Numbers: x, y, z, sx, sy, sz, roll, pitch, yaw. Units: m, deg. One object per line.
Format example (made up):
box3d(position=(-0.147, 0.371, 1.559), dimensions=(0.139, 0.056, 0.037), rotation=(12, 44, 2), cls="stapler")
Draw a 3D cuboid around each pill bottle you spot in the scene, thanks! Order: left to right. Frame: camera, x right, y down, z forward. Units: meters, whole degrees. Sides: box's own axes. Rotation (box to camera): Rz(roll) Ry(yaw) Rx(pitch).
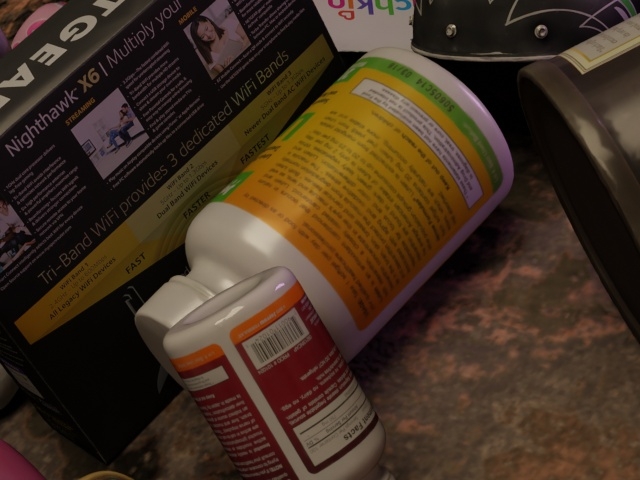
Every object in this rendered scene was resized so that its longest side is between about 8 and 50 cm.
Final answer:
box3d(position=(-0.017, 0.098, 0.864), dimensions=(0.086, 0.152, 0.086), rotation=(-29, 8, 4), cls="pill bottle")
box3d(position=(0.000, 0.000, 0.987), dimensions=(0.246, 0.136, 0.136), rotation=(-45, 40, -20), cls="pill bottle")

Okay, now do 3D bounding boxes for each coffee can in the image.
box3d(position=(0.275, -0.067, 0.837), dimensions=(0.275, 0.201, 0.201), rotation=(-27, 37, 2), cls="coffee can")

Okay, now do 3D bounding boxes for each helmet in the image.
box3d(position=(0.145, -0.153, 1.050), dimensions=(0.169, 0.161, 0.169), rotation=(-18, 39, 15), cls="helmet")

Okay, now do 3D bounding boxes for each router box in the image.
box3d(position=(-0.113, -0.043, 1.023), dimensions=(0.309, 0.243, 0.081), rotation=(-45, 40, -21), cls="router box")

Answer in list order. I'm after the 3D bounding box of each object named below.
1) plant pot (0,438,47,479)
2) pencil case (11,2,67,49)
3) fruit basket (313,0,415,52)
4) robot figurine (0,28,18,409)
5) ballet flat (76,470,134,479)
box3d(position=(-0.153, 0.207, 0.627), dimensions=(0.201, 0.201, 0.180), rotation=(-41, 54, -16), cls="plant pot")
box3d(position=(-0.140, -0.114, 1.229), dimensions=(0.124, 0.124, 0.284), rotation=(-45, 41, -20), cls="pencil case")
box3d(position=(-0.032, -0.275, 1.241), dimensions=(0.327, 0.165, 0.353), rotation=(2, 39, -4), cls="fruit basket")
box3d(position=(-0.320, -0.004, 1.118), dimensions=(0.300, 0.200, 0.353), rotation=(36, 81, 9), cls="robot figurine")
box3d(position=(-0.174, 0.240, 0.893), dimensions=(0.073, 0.080, 0.232), rotation=(-28, 23, 52), cls="ballet flat")
